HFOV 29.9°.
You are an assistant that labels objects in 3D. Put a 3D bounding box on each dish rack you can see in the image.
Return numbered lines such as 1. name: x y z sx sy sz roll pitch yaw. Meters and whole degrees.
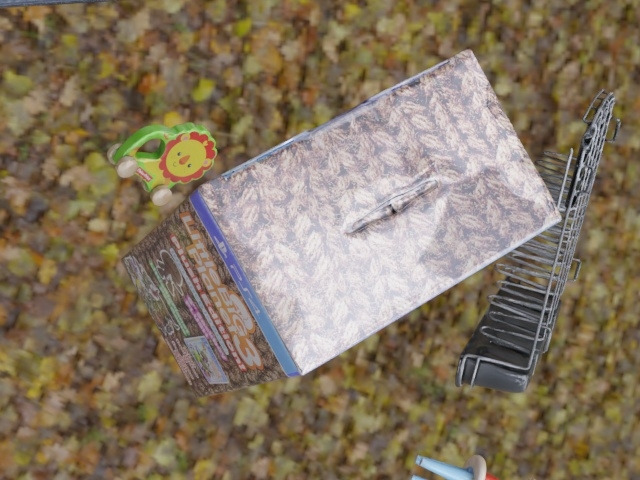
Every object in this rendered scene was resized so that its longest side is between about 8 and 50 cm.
1. dish rack: 0.208 -0.006 1.110 0.208 0.074 0.272 -45 149 -63

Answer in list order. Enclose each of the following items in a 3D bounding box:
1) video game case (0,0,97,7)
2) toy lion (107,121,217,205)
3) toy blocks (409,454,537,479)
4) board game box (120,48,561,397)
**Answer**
1. video game case: -0.211 -0.324 1.126 0.026 0.274 0.196 -57 144 -78
2. toy lion: -0.161 -0.090 1.269 0.096 0.034 0.100 -42 140 5
3. toy blocks: 0.128 0.232 0.972 0.054 0.148 0.123 -77 -167 -56
4. board game box: 0.000 0.000 0.938 0.232 0.291 0.141 -29 90 -21
